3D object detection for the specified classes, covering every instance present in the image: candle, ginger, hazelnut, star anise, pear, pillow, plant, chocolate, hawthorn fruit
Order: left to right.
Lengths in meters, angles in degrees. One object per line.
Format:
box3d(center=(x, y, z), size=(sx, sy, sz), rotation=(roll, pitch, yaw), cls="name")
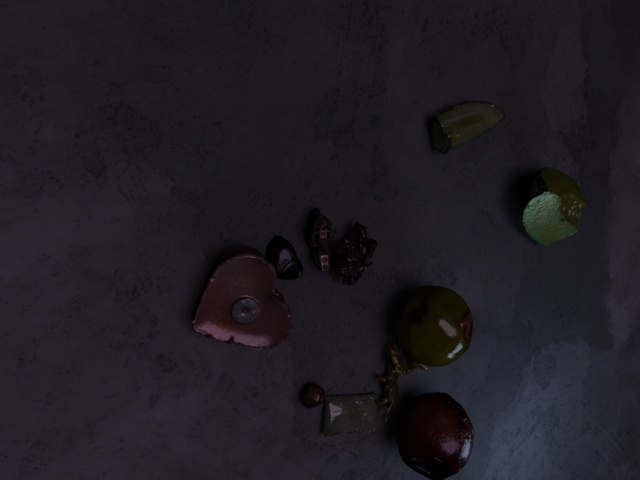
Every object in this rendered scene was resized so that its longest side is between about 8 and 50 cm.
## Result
box3d(center=(-0.247, 0.191, 1.343), size=(0.287, 0.131, 0.316), rotation=(-28, 110, -10), cls="candle")
box3d(center=(-0.120, 0.065, 1.421), size=(0.125, 0.080, 0.148), rotation=(-28, 109, -23), cls="chocolate")
box3d(center=(-0.025, 0.530, 1.525), size=(0.086, 0.086, 0.085), rotation=(-3, 97, -28), cls="hazelnut")
box3d(center=(0.111, 0.631, 1.619), size=(0.230, 0.050, 0.148), rotation=(7, 82, -30), cls="pillow")
box3d(center=(0.122, 0.045, 1.509), size=(0.214, 0.099, 0.219), rotation=(38, 69, -56), cls="star anise")
box3d(center=(0.323, 0.456, 1.681), size=(0.193, 0.053, 0.176), rotation=(48, 40, -7), cls="ginger")
box3d(center=(0.419, 0.729, 1.660), size=(0.316, 0.316, 0.315), rotation=(-3, 97, -28), cls="hawthorn fruit")
box3d(center=(0.425, 0.322, 1.637), size=(0.375, 0.288, 0.287), rotation=(39, 76, -47), cls="pear")
box3d(center=(0.873, -0.248, 1.929), size=(0.102, 0.051, 0.051), rotation=(-38, 111, -13), cls="plant")

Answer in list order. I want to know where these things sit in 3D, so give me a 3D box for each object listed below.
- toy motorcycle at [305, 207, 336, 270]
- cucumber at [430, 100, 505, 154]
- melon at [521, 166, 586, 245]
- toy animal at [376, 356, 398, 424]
box3d(center=(0.000, 0.000, 1.455), size=(0.084, 0.118, 0.212), rotation=(-8, 99, -18), cls="toy motorcycle")
box3d(center=(0.557, -0.445, 1.717), size=(0.326, 0.105, 0.145), rotation=(-26, 80, -23), cls="cucumber")
box3d(center=(0.976, -0.167, 1.895), size=(0.344, 0.226, 0.331), rotation=(29, 96, -26), cls="melon")
box3d(center=(0.258, 0.560, 1.664), size=(0.099, 0.057, 0.240), rotation=(3, 86, -44), cls="toy animal")
